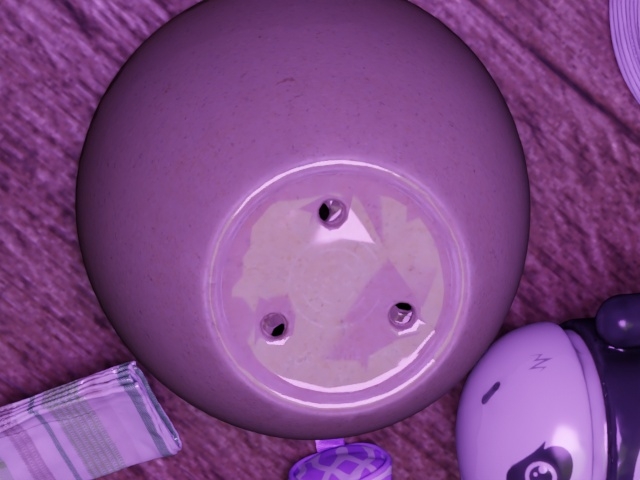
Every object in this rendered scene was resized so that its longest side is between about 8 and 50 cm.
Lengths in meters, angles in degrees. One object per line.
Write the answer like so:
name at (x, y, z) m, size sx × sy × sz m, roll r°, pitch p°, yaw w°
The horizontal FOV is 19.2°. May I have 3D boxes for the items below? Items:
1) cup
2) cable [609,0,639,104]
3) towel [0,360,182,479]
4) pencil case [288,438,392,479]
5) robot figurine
cup at (0.000, 0.000, 1.269) m, size 0.331 × 0.237 × 0.331 m, roll -1°, pitch 104°, yaw -6°
cable at (0.336, -0.173, 1.336) m, size 0.257 × 0.089 × 0.257 m, roll 22°, pitch 101°, yaw -11°
towel at (-0.186, 0.148, 1.366) m, size 0.152 × 0.023 × 0.113 m, roll -20°, pitch 139°, yaw 2°
pencil case at (0.027, 0.254, 1.411) m, size 0.086 × 0.088 × 0.206 m, roll -5°, pitch 106°, yaw 3°
robot figurine at (0.236, 0.141, 1.353) m, size 0.278 × 0.173 × 0.209 m, roll 0°, pitch 86°, yaw -12°
